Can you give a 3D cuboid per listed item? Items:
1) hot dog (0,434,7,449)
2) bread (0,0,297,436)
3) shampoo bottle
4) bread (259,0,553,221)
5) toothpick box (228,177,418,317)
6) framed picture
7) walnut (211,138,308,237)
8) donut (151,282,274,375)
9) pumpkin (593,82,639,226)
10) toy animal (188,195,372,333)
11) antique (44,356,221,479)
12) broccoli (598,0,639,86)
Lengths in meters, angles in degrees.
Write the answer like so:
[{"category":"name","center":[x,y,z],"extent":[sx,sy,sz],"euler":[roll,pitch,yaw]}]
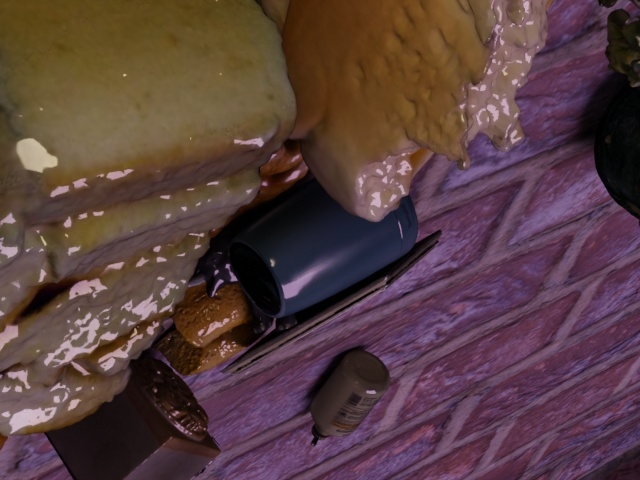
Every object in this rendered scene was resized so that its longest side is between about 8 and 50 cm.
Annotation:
[{"category":"hot dog","center":[-0.454,0.242,1.657],"extent":[0.286,0.061,0.088],"euler":[-19,154,-40]},{"category":"bread","center":[-0.229,-0.047,1.201],"extent":[0.264,0.239,0.395],"euler":[-5,139,-52]},{"category":"shampoo bottle","center":[0.033,0.234,2.329],"extent":[0.079,0.079,0.162],"euler":[-14,148,-44]},{"category":"bread","center":[0.081,-0.211,1.303],"extent":[0.424,0.245,0.329],"euler":[-59,-172,45]},{"category":"toothpick box","center":[0.000,0.000,1.666],"extent":[0.184,0.120,0.120],"euler":[-32,157,-26]},{"category":"framed picture","center":[0.022,0.072,1.891],"extent":[0.231,0.018,0.293],"euler":[-30,180,20]},{"category":"walnut","center":[-0.094,-0.060,1.593],"extent":[0.170,0.069,0.143],"euler":[-30,161,-9]},{"category":"donut","center":[-0.115,0.088,1.842],"extent":[0.146,0.078,0.181],"euler":[-25,156,-21]},{"category":"pumpkin","center":[0.486,-0.137,2.138],"extent":[0.263,0.197,0.293],"euler":[-55,147,9]},{"category":"toy animal","center":[-0.066,0.032,1.742],"extent":[0.270,0.137,0.082],"euler":[-21,-173,-29]},{"category":"antique","center":[-0.215,0.218,1.853],"extent":[0.148,0.146,0.152],"euler":[-42,156,6]},{"category":"broccoli","center":[0.424,-0.278,1.643],"extent":[0.334,0.324,0.272],"euler":[27,148,-21]}]
